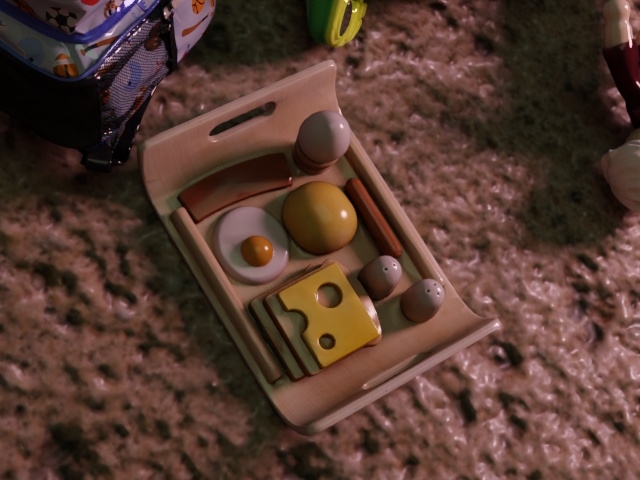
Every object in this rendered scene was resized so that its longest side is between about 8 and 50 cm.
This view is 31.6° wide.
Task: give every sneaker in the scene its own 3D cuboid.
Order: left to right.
[{"bbox_3d":[-0.020,-0.331,1.173,0.123,0.109,0.295,-13,76,11],"label":"sneaker"}]

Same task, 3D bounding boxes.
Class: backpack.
[{"bbox_3d":[-0.223,-0.242,1.013,0.276,0.213,0.263,32,52,9],"label":"backpack"}]

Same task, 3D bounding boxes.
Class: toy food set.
[{"bbox_3d":[0.000,0.000,1.042,0.220,0.092,0.306,-27,78,-23],"label":"toy food set"}]

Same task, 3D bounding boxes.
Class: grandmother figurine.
[{"bbox_3d":[0.362,-0.191,1.187,0.208,0.104,0.342,19,75,-31],"label":"grandmother figurine"}]
